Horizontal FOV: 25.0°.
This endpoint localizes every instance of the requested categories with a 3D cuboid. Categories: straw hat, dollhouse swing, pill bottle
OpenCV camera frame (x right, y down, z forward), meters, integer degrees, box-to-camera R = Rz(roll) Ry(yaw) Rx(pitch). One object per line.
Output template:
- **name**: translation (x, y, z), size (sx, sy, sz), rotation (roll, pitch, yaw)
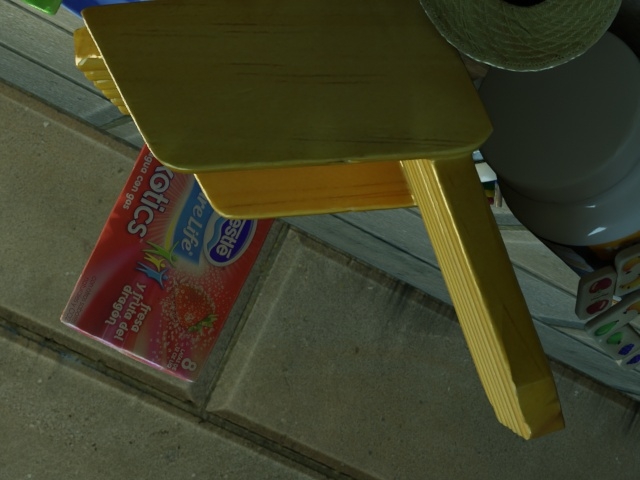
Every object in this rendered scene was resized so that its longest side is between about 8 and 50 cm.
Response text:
- **straw hat**: translation (0.130, -0.182, 0.893), size (0.144, 0.144, 0.061), rotation (24, -146, 11)
- **dollhouse swing**: translation (0.000, 0.000, 1.083), size (0.315, 0.305, 0.347), rotation (-4, 177, 1)
- **pill bottle**: translation (0.234, -0.053, 1.148), size (0.162, 0.162, 0.278), rotation (21, 173, 35)

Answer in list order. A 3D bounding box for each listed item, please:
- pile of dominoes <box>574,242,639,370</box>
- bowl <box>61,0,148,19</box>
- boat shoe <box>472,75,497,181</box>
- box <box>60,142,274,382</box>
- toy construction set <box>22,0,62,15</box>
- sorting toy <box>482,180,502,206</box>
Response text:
- **pile of dominoes**: translation (0.321, 0.021, 1.125), size (0.196, 0.251, 0.040), rotation (34, -156, -55)
- **bowl**: translation (-0.119, -0.232, 1.407), size (0.391, 0.077, 0.391), rotation (25, 173, 3)
- **boat shoe**: translation (0.110, -0.131, 1.420), size (0.319, 0.116, 0.099), rotation (27, 136, 65)
- **box**: translation (-0.124, -0.024, 1.411), size (0.142, 0.300, 0.154), rotation (26, 173, -5)
- **toy construction set**: translation (-0.153, -0.212, 0.866), size (0.328, 0.151, 0.215), rotation (6, 164, 47)
- **sorting toy**: translation (0.151, -0.063, 1.583), size (0.132, 0.046, 0.274), rotation (7, -178, 33)
